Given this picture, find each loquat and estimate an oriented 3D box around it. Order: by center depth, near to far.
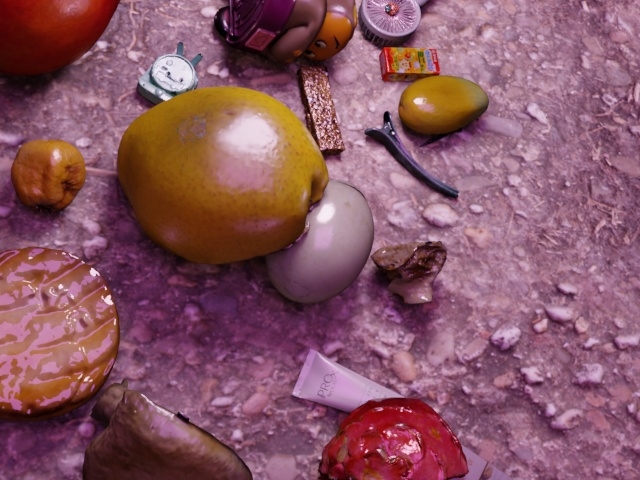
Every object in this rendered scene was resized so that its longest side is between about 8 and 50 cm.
[{"bbox_3d":[-0.486,-0.115,1.596,0.137,0.113,0.137,-1,92,-23],"label":"loquat"}]

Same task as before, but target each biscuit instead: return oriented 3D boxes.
[{"bbox_3d":[-0.484,0.157,1.503,0.297,0.102,0.296,4,74,-13],"label":"biscuit"},{"bbox_3d":[-0.001,-0.266,1.814,0.064,0.034,0.199,-7,72,-17],"label":"biscuit"}]

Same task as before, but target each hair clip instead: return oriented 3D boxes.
[{"bbox_3d":[0.190,-0.161,1.830,0.229,0.039,0.070,46,67,0],"label":"hair clip"}]

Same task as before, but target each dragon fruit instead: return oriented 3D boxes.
[{"bbox_3d":[0.114,0.350,1.530,0.262,0.163,0.189,-7,54,9],"label":"dragon fruit"}]

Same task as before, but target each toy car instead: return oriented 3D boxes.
[{"bbox_3d":[-0.060,-0.514,1.786,0.240,0.271,0.340,9,67,-30],"label":"toy car"}]

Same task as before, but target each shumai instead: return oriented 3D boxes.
[{"bbox_3d":[0.175,0.064,1.692,0.146,0.145,0.116,0,77,-14],"label":"shumai"}]

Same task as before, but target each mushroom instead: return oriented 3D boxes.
[{"bbox_3d":[-0.266,0.359,1.422,0.212,0.217,0.292,-42,86,-20],"label":"mushroom"}]

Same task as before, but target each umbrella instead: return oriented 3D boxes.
[{"bbox_3d":[0.267,-0.226,1.880,0.149,0.022,0.022,-24,115,-12],"label":"umbrella"}]

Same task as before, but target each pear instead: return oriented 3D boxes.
[{"bbox_3d":[-0.189,-0.147,1.554,0.387,0.191,0.340,13,61,22],"label":"pear"}]

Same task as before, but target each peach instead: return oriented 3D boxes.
[{"bbox_3d":[-0.512,-0.488,1.575,0.388,0.388,0.388,5,70,-13],"label":"peach"}]

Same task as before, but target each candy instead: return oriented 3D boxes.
[{"bbox_3d":[0.188,-0.373,1.899,0.122,0.038,0.062,-2,71,-15],"label":"candy"}]

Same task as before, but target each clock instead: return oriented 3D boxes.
[{"bbox_3d":[-0.289,-0.323,1.757,0.101,0.041,0.135,29,66,-3],"label":"clock"}]

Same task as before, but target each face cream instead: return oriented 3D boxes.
[{"bbox_3d":[0.077,0.284,1.628,0.244,0.058,0.092,22,73,1],"label":"face cream"}]

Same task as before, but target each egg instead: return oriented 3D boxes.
[{"bbox_3d":[0.000,0.000,1.635,0.187,0.186,0.253,30,64,-3],"label":"egg"}]

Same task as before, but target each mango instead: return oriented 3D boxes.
[{"bbox_3d":[0.254,-0.281,1.850,0.195,0.092,0.130,-4,60,-11],"label":"mango"}]

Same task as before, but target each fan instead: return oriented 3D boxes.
[{"bbox_3d":[0.183,-0.514,1.929,0.130,0.074,0.244,44,66,4],"label":"fan"}]

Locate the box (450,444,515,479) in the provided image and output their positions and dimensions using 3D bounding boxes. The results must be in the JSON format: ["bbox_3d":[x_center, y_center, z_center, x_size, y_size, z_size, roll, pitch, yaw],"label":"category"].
[{"bbox_3d":[0.282,0.477,1.602,0.233,0.067,0.149,34,68,0],"label":"box"}]
